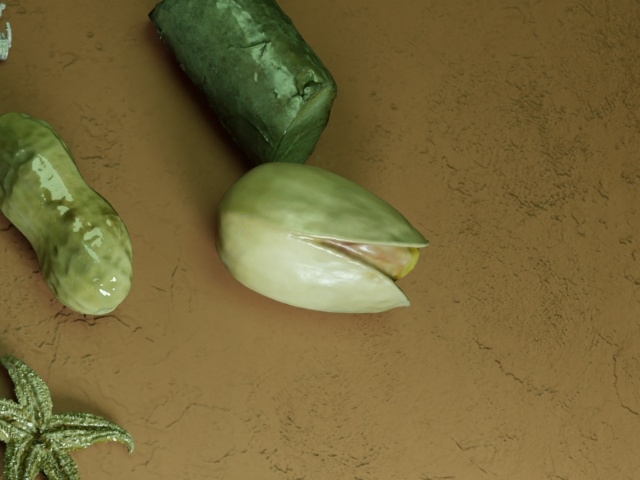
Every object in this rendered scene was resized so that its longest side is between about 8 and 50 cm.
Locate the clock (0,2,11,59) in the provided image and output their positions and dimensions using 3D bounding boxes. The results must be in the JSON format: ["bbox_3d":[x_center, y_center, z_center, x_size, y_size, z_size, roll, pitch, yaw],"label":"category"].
[{"bbox_3d":[-0.462,-0.293,2.067,0.087,0.041,0.129,-3,73,-24],"label":"clock"}]

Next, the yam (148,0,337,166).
[{"bbox_3d":[-0.098,-0.247,2.161,0.168,0.168,0.304,-32,81,-35],"label":"yam"}]

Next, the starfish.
[{"bbox_3d":[-0.336,0.244,1.861,0.240,0.043,0.227,7,65,-28],"label":"starfish"}]

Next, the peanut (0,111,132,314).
[{"bbox_3d":[-0.331,-0.038,1.956,0.130,0.130,0.290,-30,82,-35],"label":"peanut"}]

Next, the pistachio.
[{"bbox_3d":[0.000,0.000,2.068,0.299,0.187,0.187,17,59,-15],"label":"pistachio"}]
